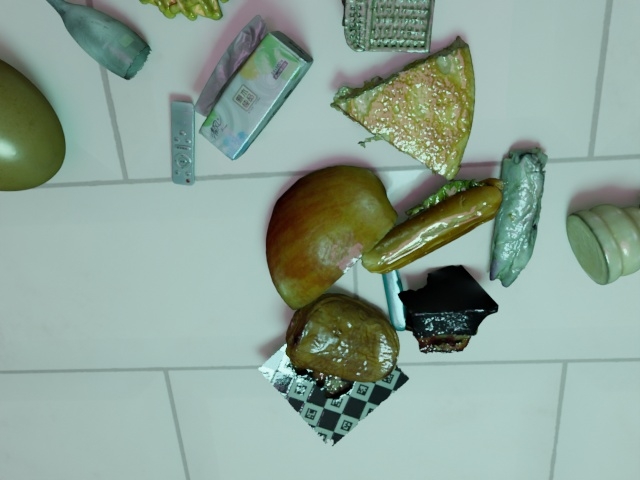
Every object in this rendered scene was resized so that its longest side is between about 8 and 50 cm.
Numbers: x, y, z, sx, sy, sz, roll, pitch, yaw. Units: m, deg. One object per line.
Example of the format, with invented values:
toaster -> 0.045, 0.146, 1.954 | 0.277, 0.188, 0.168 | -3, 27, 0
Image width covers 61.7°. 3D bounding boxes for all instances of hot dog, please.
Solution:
hot dog -> 0.235, -0.035, 1.130 | 0.337, 0.135, 0.100 | -30, 75, 14
hot dog -> 0.052, 0.230, 1.230 | 0.272, 0.122, 0.196 | 18, 97, -23

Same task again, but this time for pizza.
pizza -> 0.165, -0.273, 1.063 | 0.288, 0.075, 0.280 | 9, 107, -2

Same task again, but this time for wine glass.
wine glass -> -0.452, -0.445, 0.945 | 0.309, 0.264, 0.096 | 37, 74, -11

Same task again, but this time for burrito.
burrito -> 0.421, -0.044, 1.142 | 0.096, 0.066, 0.309 | 5, 112, 7

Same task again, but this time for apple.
apple -> 0.000, 0.000, 1.138 | 0.346, 0.254, 0.179 | -44, 135, 21

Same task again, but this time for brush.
brush -> 0.172, 0.118, 1.246 | 0.043, 0.032, 0.193 | -11, 99, 12

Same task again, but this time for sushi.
sushi -> 0.273, 0.176, 1.201 | 0.172, 0.153, 0.150 | -18, 130, -12
sushi -> 0.029, 0.326, 1.327 | 0.264, 0.050, 0.290 | -42, 103, -2

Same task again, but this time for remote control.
remote control -> -0.292, -0.206, 1.145 | 0.050, 0.027, 0.184 | 8, 117, 2

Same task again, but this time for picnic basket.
picnic basket -> 0.113, -0.403, 0.946 | 0.154, 0.196, 0.134 | 4, 113, 3

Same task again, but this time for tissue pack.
tissue pack -> -0.139, -0.295, 1.025 | 0.145, 0.159, 0.229 | 37, 110, -10

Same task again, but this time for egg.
egg -> -0.659, -0.228, 1.038 | 0.322, 0.250, 0.250 | 37, 110, -17

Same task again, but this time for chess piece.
chess piece -> 0.682, -0.030, 1.091 | 0.300, 0.167, 0.167 | -19, 110, 4

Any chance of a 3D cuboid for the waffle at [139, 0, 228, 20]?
waffle -> -0.270, -0.559, 0.979 | 0.309, 0.065, 0.283 | 23, 112, -7
